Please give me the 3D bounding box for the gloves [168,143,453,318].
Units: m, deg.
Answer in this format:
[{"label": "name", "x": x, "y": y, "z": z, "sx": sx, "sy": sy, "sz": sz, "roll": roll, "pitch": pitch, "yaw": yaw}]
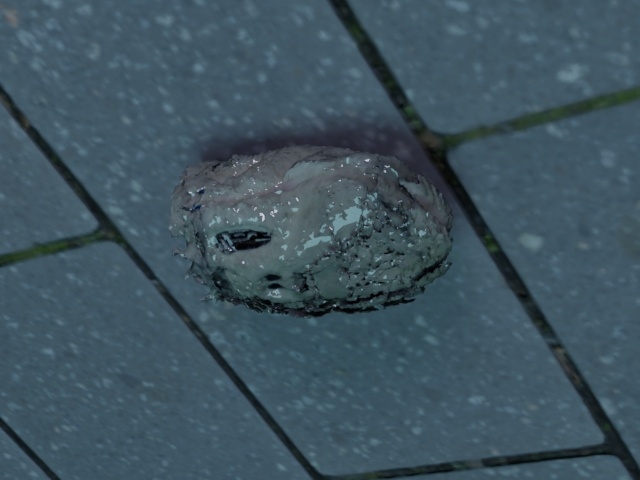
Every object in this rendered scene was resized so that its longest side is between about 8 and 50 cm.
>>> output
[{"label": "gloves", "x": -0.001, "y": 0.002, "z": 0.776, "sx": 0.153, "sy": 0.070, "sz": 0.114, "roll": -4, "pitch": 132, "yaw": 24}]
